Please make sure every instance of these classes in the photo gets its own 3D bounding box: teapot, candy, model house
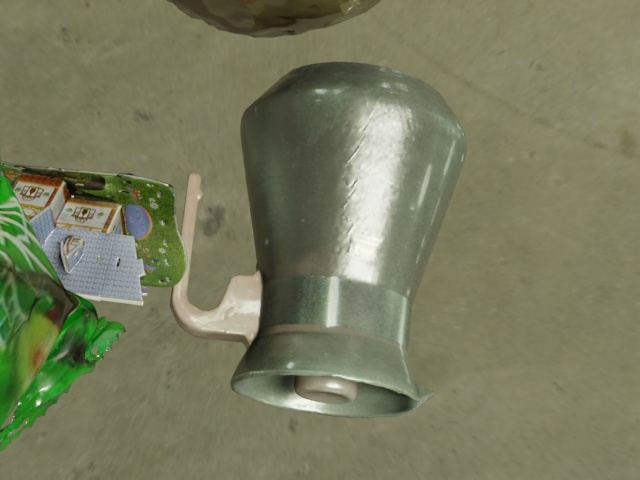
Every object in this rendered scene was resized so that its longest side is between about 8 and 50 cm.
[{"bbox_3d":[0.000,0.000,1.344,0.300,0.253,0.343,7,70,-3],"label":"teapot"},{"bbox_3d":[-0.178,0.002,0.614,0.078,0.141,0.203,-13,113,11],"label":"candy"},{"bbox_3d":[-0.191,0.014,0.924,0.167,0.117,0.088,9,44,6],"label":"model house"}]

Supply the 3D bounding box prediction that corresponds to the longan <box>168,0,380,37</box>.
[{"bbox_3d":[-0.047,-0.412,1.308,0.391,0.391,0.391,0,88,-4],"label":"longan"}]
